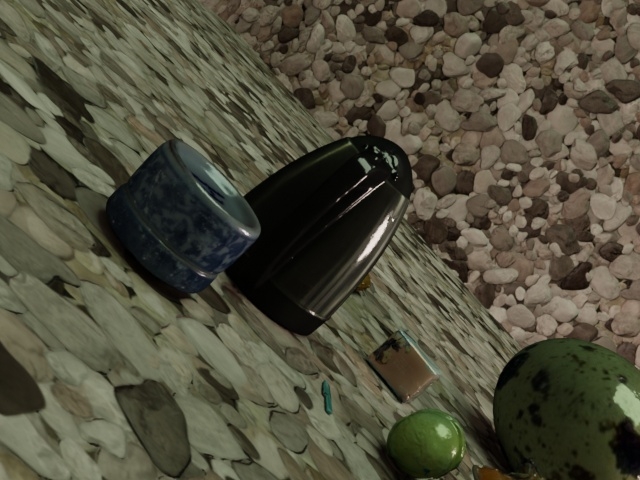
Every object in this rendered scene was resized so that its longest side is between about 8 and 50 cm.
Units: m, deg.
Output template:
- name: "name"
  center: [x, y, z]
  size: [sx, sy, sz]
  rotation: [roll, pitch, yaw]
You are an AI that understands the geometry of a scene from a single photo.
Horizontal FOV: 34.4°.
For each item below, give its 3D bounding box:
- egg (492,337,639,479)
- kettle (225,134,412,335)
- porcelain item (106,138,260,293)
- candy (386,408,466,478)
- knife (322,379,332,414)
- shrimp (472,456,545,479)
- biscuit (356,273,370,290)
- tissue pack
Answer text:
- name: "egg"
  center: [0.449, 0.320, 1.814]
  size: [0.288, 0.287, 0.379]
  rotation: [40, 5, -35]
- name: "kettle"
  center: [0.000, -0.040, 1.383]
  size: [0.251, 0.271, 0.207]
  rotation: [37, 13, -50]
- name: "porcelain item"
  center: [-0.151, -0.023, 1.125]
  size: [0.147, 0.114, 0.147]
  rotation: [46, 11, -11]
- name: "candy"
  center: [0.154, 0.275, 1.398]
  size: [0.092, 0.093, 0.335]
  rotation: [41, -1, 15]
- name: "knife"
  center: [0.008, 0.191, 1.268]
  size: [0.014, 0.005, 0.091]
  rotation: [46, 9, -12]
- name: "shrimp"
  center: [0.251, 0.325, 1.296]
  size: [0.164, 0.062, 0.317]
  rotation: [43, 10, -3]
- name: "biscuit"
  center: [0.000, 0.000, 1.931]
  size: [0.254, 0.035, 0.254]
  rotation: [44, 11, -10]
- name: "tissue pack"
  center: [0.129, 0.195, 1.586]
  size: [0.094, 0.074, 0.059]
  rotation: [48, 2, 17]
